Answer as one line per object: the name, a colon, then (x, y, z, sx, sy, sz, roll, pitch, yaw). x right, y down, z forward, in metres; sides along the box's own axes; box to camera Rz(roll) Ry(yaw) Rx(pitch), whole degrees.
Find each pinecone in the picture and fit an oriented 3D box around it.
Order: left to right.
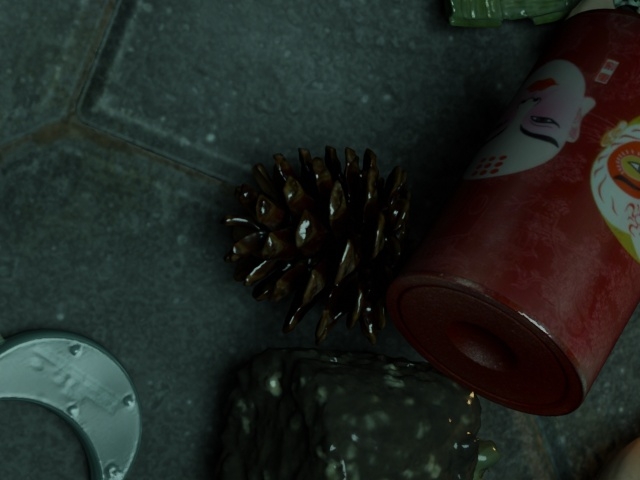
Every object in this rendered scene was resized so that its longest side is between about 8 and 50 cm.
pinecone: (0.000, 0.000, 1.536, 0.208, 0.208, 0.207, -3, 96, -24)

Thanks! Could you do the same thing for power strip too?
power strip: (-0.256, 0.148, 1.509, 0.216, 0.044, 0.137, 40, 79, -23)

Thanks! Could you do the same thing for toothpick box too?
toothpick box: (0.228, -0.028, 1.481, 0.204, 0.204, 0.333, 45, 63, -21)

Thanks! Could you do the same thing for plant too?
plant: (0.067, 0.220, 1.570, 0.312, 0.213, 0.215, 15, 88, -34)

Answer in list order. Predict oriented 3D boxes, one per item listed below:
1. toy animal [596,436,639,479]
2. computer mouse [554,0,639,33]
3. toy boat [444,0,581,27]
toy animal: (0.402, 0.331, 1.751, 0.210, 0.229, 0.221, -45, 157, -42)
computer mouse: (0.338, -0.133, 1.701, 0.199, 0.115, 0.389, -11, 99, -9)
toy boat: (0.247, -0.279, 1.681, 0.293, 0.055, 0.093, -14, 100, -21)
